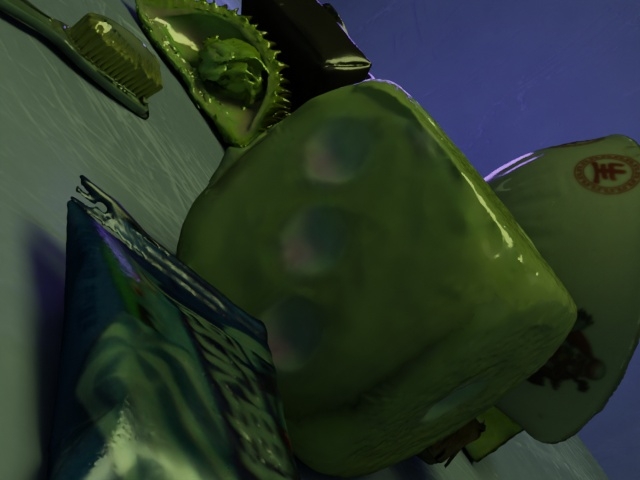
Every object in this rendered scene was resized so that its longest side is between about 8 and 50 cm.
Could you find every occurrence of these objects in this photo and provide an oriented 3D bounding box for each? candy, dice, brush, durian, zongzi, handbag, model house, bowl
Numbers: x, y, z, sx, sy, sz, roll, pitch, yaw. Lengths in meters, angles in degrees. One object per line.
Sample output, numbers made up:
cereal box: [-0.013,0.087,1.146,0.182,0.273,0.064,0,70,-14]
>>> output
candy: [-0.079,0.099,0.546,0.187,0.077,0.331,43,15,-29]
dice: [0.048,0.036,0.824,0.249,0.252,0.254,55,10,24]
brush: [-0.237,-0.208,0.952,0.068,0.060,0.297,60,12,27]
durian: [-0.141,-0.218,1.397,0.170,0.157,0.355,-14,60,-40]
zongzi: [0.085,0.129,1.059,0.197,0.099,0.194,51,8,-43]
handbag: [-0.045,-0.246,1.508,0.114,0.257,0.285,-8,44,-31]
model house: [0.235,0.180,1.404,0.211,0.170,0.194,53,12,12]
bowl: [0.200,0.032,1.020,0.158,0.337,0.337,14,18,-8]

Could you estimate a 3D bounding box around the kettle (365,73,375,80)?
kettle: [0.071,-0.136,1.708,0.308,0.203,0.262,60,10,25]
